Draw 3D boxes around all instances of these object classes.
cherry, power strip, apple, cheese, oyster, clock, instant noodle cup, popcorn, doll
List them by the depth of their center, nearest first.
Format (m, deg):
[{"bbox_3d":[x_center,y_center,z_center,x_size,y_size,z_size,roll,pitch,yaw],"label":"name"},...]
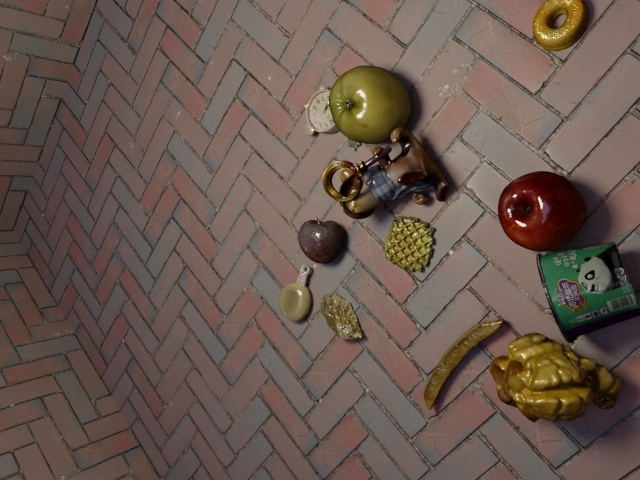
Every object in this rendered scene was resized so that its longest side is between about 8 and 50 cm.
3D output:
[{"bbox_3d":[0.700,0.124,1.393,0.190,0.251,0.251,-21,82,27],"label":"instant noodle cup"},{"bbox_3d":[0.631,0.376,1.451,0.333,0.265,0.224,9,95,17],"label":"popcorn"},{"bbox_3d":[0.600,-0.078,1.459,0.218,0.201,0.218,1,91,41],"label":"apple"},{"bbox_3d":[0.206,-0.186,1.707,0.340,0.209,0.318,-24,119,33],"label":"doll"},{"bbox_3d":[0.153,-0.436,1.738,0.263,0.262,0.262,4,96,36],"label":"apple"},{"bbox_3d":[0.118,-0.384,1.893,0.051,0.019,0.136,-1,94,34],"label":"power strip"},{"bbox_3d":[0.023,-0.464,1.932,0.229,0.063,0.155,-43,67,28],"label":"clock"},{"bbox_3d":[-0.003,0.002,1.941,0.176,0.140,0.175,7,108,23],"label":"cherry"},{"bbox_3d":[0.062,0.285,1.963,0.133,0.072,0.209,-37,71,29],"label":"oyster"},{"bbox_3d":[-0.085,0.198,2.066,0.137,0.064,0.227,28,108,29],"label":"cheese"}]

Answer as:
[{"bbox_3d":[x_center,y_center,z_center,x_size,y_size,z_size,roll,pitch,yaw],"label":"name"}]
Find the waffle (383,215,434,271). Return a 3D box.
[{"bbox_3d":[0.297,0.011,1.790,0.169,0.036,0.183,23,109,30],"label":"waffle"}]

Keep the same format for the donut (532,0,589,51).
[{"bbox_3d":[0.652,-0.601,1.468,0.152,0.058,0.151,2,93,34],"label":"donut"}]

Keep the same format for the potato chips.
[{"bbox_3d":[0.436,0.375,1.707,0.080,0.057,0.406,40,116,19],"label":"potato chips"}]
